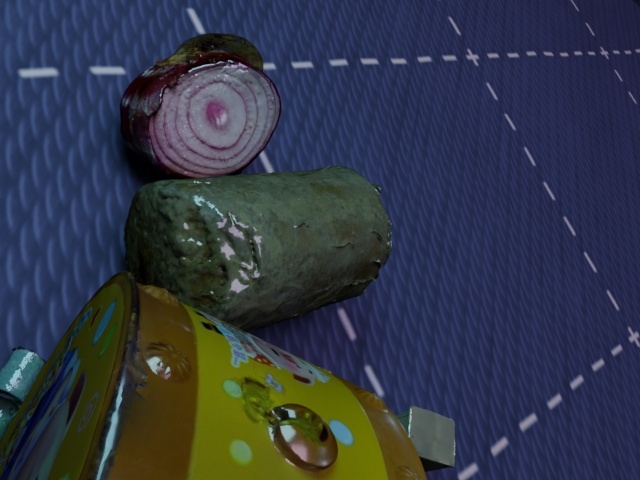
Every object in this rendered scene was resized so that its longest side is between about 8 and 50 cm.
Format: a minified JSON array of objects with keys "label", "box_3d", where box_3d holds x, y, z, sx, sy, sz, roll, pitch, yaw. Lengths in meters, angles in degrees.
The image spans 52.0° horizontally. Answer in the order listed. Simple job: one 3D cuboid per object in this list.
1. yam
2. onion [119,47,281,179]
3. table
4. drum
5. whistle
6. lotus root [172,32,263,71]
[{"label":"yam","box_3d":[-0.072,0.010,0.780,0.300,0.195,0.195,-11,72,-42]},{"label":"onion","box_3d":[-0.152,-0.136,0.856,0.195,0.140,0.218,-31,126,-26]},{"label":"table","box_3d":[0.119,0.262,0.855,0.079,0.083,0.062,25,53,-25]},{"label":"drum","box_3d":[-0.133,0.251,0.444,0.214,0.431,0.431,28,51,-22]},{"label":"whistle","box_3d":[-0.314,0.185,0.599,0.039,0.039,0.186,34,49,-18]},{"label":"lotus root","box_3d":[-0.150,-0.256,0.953,0.179,0.080,0.089,-31,87,-43]}]
